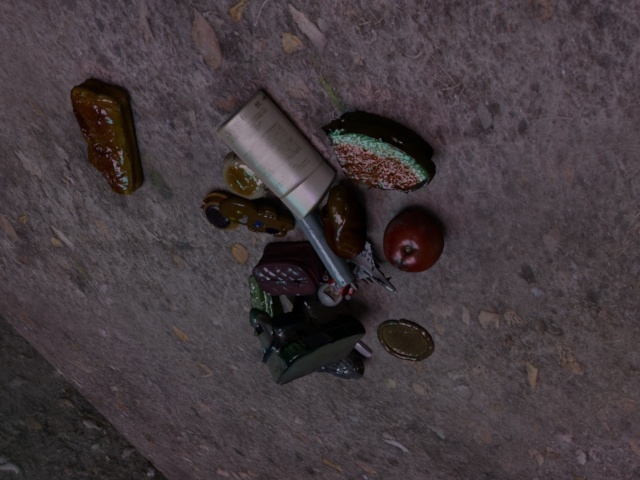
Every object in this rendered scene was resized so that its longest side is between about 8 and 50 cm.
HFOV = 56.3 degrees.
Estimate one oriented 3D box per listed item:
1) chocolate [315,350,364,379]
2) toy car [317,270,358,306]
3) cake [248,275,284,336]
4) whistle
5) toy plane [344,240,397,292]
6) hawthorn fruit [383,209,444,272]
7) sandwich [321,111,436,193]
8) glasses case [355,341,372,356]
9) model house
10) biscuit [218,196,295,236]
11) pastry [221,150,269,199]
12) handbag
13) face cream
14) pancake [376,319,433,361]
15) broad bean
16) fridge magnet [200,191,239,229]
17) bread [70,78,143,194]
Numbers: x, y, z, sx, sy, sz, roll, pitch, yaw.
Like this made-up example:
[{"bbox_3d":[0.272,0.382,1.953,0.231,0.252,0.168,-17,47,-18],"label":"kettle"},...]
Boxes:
[{"bbox_3d":[0.045,0.440,2.173,0.248,0.110,0.110,8,131,22],"label":"chocolate"},{"bbox_3d":[0.042,0.156,1.887,0.112,0.112,0.139,40,167,-1],"label":"toy car"},{"bbox_3d":[-0.193,0.223,2.155,0.100,0.099,0.235,3,109,27],"label":"cake"},{"bbox_3d":[0.000,0.000,1.779,0.062,0.062,0.312,-29,95,41],"label":"whistle"},{"bbox_3d":[0.148,0.080,1.815,0.234,0.082,0.160,32,128,16],"label":"toy plane"},{"bbox_3d":[0.250,0.009,1.638,0.172,0.173,0.173,14,133,16],"label":"hawthorn fruit"},{"bbox_3d":[0.161,-0.213,1.538,0.292,0.109,0.212,14,140,19],"label":"sandwich"},{"bbox_3d":[0.147,0.384,2.126,0.083,0.021,0.032,41,132,-11],"label":"glasses case"},{"bbox_3d":[-0.062,0.279,1.955,0.284,0.298,0.243,56,141,28],"label":"model house"},{"bbox_3d":[-0.199,-0.068,1.835,0.236,0.039,0.180,22,154,-16],"label":"biscuit"},{"bbox_3d":[-0.210,-0.197,1.754,0.165,0.088,0.166,13,136,13],"label":"pastry"},{"bbox_3d":[-0.100,0.094,1.919,0.225,0.135,0.146,-2,130,28],"label":"handbag"},{"bbox_3d":[-0.109,-0.230,1.656,0.173,0.081,0.348,-40,106,16],"label":"face cream"},{"bbox_3d":[0.285,0.337,2.014,0.199,0.021,0.199,14,132,16],"label":"pancake"},{"bbox_3d":[0.062,-0.051,1.692,0.122,0.156,0.228,0,134,22],"label":"broad bean"},{"bbox_3d":[-0.318,-0.090,1.919,0.143,0.063,0.143,14,130,17],"label":"fridge magnet"},{"bbox_3d":[-0.673,-0.311,1.879,0.185,0.109,0.380,17,136,13],"label":"bread"}]
